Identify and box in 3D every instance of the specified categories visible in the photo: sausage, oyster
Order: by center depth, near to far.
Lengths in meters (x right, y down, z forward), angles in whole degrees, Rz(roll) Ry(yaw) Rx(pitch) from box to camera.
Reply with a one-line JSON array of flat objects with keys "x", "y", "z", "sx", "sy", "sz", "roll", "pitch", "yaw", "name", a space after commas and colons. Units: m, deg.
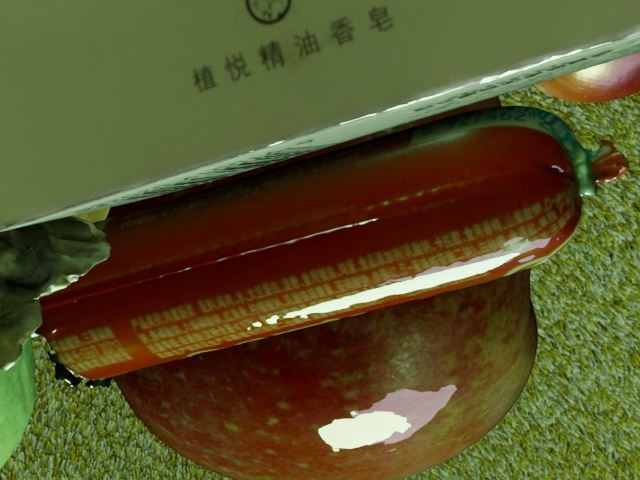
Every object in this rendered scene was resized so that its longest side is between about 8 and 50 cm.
[{"x": -0.179, "y": -0.011, "z": 0.539, "sx": 0.200, "sy": 0.061, "sz": 0.106, "roll": 11, "pitch": -131, "yaw": 8, "name": "oyster"}, {"x": 0.000, "y": 0.000, "z": 0.565, "sx": 0.264, "sy": 0.083, "sz": 0.083, "roll": -15, "pitch": -175, "yaw": 22, "name": "sausage"}]

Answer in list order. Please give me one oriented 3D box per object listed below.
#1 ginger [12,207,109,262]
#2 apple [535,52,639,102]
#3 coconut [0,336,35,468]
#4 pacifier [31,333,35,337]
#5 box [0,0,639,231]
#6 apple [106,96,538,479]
[{"x": -0.149, "y": -0.027, "z": 0.651, "sx": 0.065, "sy": 0.118, "sz": 0.299, "roll": -10, "pitch": -140, "yaw": 44, "name": "ginger"}, {"x": 0.213, "y": -0.182, "z": 0.987, "sx": 0.139, "sy": 0.163, "sz": 0.163, "roll": -7, "pitch": -178, "yaw": -9, "name": "apple"}, {"x": -0.383, "y": 0.076, "z": 0.988, "sx": 0.328, "sy": 0.328, "sz": 0.281, "roll": -15, "pitch": -141, "yaw": 40, "name": "coconut"}, {"x": -0.340, "y": -0.027, "z": 1.235, "sx": 0.287, "sy": 0.238, "sz": 0.226, "roll": -2, "pitch": -150, "yaw": -26, "name": "pacifier"}, {"x": 0.019, "y": -0.102, "z": 0.524, "sx": 0.274, "sy": 0.116, "sz": 0.203, "roll": -15, "pitch": -177, "yaw": 23, "name": "box"}, {"x": -0.008, "y": -0.006, "z": 0.883, "sx": 0.277, "sy": 0.348, "sz": 0.348, "roll": -8, "pitch": -175, "yaw": 5, "name": "apple"}]
